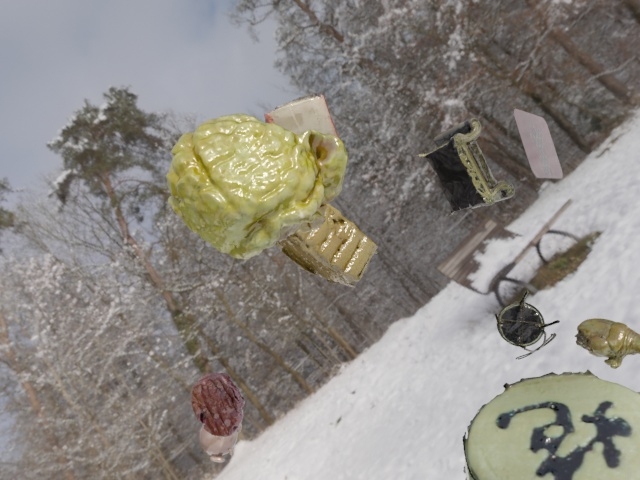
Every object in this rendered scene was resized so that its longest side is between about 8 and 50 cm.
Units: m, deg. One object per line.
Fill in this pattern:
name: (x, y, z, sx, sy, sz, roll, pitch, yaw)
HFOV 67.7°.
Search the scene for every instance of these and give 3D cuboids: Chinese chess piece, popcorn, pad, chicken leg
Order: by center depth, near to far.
popcorn: (-0.102, -0.080, 0.757, 0.174, 0.285, 0.225, 105, 170, -58)
Chinese chess piece: (0.424, 0.380, 0.813, 0.349, 0.146, 0.349, -24, 15, 7)
chicken leg: (0.716, 0.248, 1.131, 0.103, 0.227, 0.088, -35, -63, -24)
pad: (0.562, -0.244, 1.223, 0.004, 0.181, 0.267, -20, -8, 41)

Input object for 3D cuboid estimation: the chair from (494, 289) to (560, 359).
chair: (0.661, 0.283, 1.555, 0.160, 0.170, 0.325, -40, -24, 5)

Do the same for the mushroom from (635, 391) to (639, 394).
mushroom: (0.852, 0.393, 1.069, 0.351, 0.123, 0.095, -18, -29, 37)

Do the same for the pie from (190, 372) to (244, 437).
pie: (-0.227, 0.364, 1.060, 0.153, 0.153, 0.038, -54, -18, 25)

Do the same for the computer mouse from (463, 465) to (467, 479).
computer mouse: (0.555, 0.869, 1.545, 0.114, 0.389, 0.199, -12, -17, -6)

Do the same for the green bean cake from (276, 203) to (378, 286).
green bean cake: (0.000, 0.000, 1.123, 0.131, 0.224, 0.229, -57, 17, -14)

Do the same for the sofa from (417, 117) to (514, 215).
sofa: (0.446, -0.219, 1.416, 0.182, 0.258, 0.200, -31, 4, -19)

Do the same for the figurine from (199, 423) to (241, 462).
figurine: (-0.306, 0.593, 1.455, 0.125, 0.125, 0.138, 55, -133, -74)

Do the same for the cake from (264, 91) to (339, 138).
cake: (-0.041, -0.278, 1.244, 0.158, 0.160, 0.262, -21, 11, 3)
